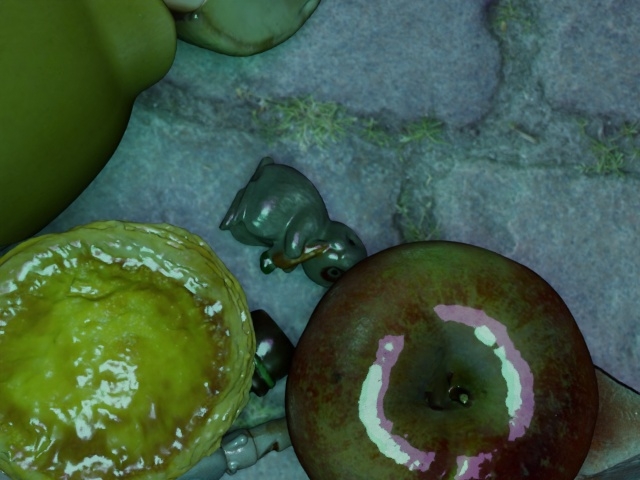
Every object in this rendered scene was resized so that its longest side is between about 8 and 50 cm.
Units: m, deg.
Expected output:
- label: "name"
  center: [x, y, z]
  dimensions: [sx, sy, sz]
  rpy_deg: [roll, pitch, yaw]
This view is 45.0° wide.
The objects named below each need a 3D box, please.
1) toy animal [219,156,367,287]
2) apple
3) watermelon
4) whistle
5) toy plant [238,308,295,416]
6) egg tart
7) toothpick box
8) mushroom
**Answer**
- label: "toy animal"
  center: [-0.003, -0.003, 0.958]
  dimensions: [0.236, 0.108, 0.138]
  rpy_deg: [24, 78, -5]
- label: "apple"
  center: [0.132, 0.170, 0.869]
  dimensions: [0.348, 0.277, 0.349]
  rpy_deg: [1, 80, -7]
- label: "watermelon"
  center: [0.366, 0.215, 0.970]
  dimensions: [0.136, 0.202, 0.207]
  rpy_deg: [-14, 85, -50]
- label: "whistle"
  center: [-0.125, 0.255, 0.912]
  dimensions: [0.220, 0.107, 0.057]
  rpy_deg: [-15, 58, -23]
- label: "toy plant"
  center: [-0.109, 0.161, 0.927]
  dimensions: [0.162, 0.093, 0.093]
  rpy_deg: [-40, 89, -9]
- label: "egg tart"
  center: [-0.224, 0.120, 0.830]
  dimensions: [0.318, 0.128, 0.319]
  rpy_deg: [-2, 99, -10]
- label: "toothpick box"
  center: [-0.402, -0.181, 0.765]
  dimensions: [0.425, 0.409, 0.409]
  rpy_deg: [-37, 89, -19]
- label: "mushroom"
  center: [-0.118, -0.377, 0.994]
  dimensions: [0.217, 0.212, 0.292]
  rpy_deg: [21, 90, 39]
